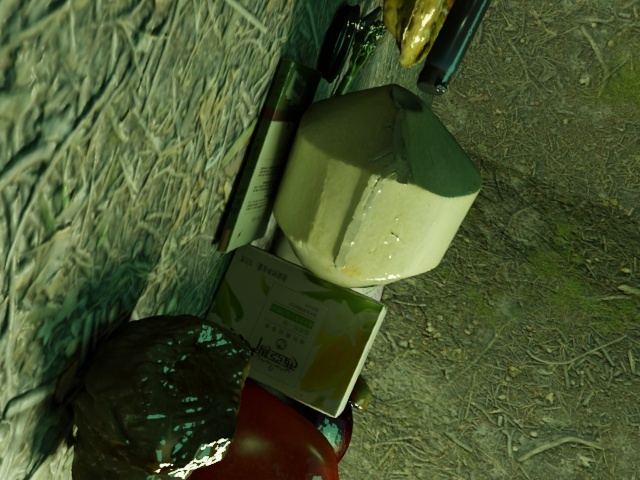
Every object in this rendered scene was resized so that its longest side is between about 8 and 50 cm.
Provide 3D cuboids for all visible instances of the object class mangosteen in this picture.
[{"bbox_3d":[-0.069,0.306,1.479,0.300,0.300,0.301,23,90,-82],"label":"mangosteen"}]

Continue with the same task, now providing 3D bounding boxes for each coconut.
[{"bbox_3d":[0.087,-0.091,1.193,0.323,0.322,0.323,23,90,-82],"label":"coconut"}]

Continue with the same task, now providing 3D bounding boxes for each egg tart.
[{"bbox_3d":[0.219,-0.522,1.625,0.341,0.128,0.341,24,90,-84],"label":"egg tart"}]

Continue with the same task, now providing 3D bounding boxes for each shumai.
[{"bbox_3d":[-0.201,0.189,0.861,0.185,0.184,0.218,-32,-157,26],"label":"shumai"}]

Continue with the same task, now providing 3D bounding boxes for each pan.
[{"bbox_3d":[0.051,-0.355,1.324,0.235,0.028,0.136,-54,166,-48],"label":"pan"}]

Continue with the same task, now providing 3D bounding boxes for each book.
[{"bbox_3d":[-0.072,-0.124,1.157,0.201,0.026,0.290,-33,145,-78],"label":"book"}]

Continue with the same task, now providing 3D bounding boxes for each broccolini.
[{"bbox_3d":[0.051,-0.305,1.449,0.239,0.051,0.054,-62,-170,9],"label":"broccolini"}]

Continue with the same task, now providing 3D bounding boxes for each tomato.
[{"bbox_3d":[-0.123,0.364,1.166,0.293,0.289,0.325,-59,-155,0],"label":"tomato"}]

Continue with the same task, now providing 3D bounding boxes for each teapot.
[{"bbox_3d":[-0.042,0.010,1.529,0.226,0.092,0.145,82,29,-73],"label":"teapot"}]

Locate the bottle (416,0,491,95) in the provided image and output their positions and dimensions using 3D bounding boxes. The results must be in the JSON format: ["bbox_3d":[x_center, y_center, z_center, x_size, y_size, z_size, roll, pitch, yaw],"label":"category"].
[{"bbox_3d":[0.281,-0.427,1.644,0.072,0.082,0.245,25,91,-39],"label":"bottle"}]

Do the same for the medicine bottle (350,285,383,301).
[{"bbox_3d":[0.047,0.055,1.446,0.254,0.152,0.152,94,21,-59],"label":"medicine bottle"}]

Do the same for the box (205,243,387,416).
[{"bbox_3d":[-0.045,0.141,1.255,0.111,0.260,0.195,37,76,-83],"label":"box"}]
